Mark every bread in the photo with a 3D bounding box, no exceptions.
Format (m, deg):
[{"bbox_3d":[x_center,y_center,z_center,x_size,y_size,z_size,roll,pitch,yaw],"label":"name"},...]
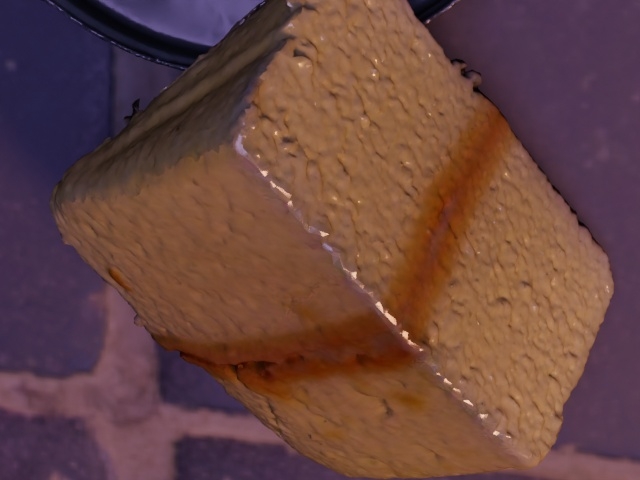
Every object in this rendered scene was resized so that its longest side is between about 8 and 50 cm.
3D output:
[{"bbox_3d":[0.000,0.000,0.724,0.178,0.135,0.240,-12,129,46],"label":"bread"}]

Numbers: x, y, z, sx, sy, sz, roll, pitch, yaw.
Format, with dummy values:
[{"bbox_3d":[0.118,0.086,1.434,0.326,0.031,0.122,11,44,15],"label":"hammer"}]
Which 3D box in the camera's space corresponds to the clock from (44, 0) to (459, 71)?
[{"bbox_3d":[-0.030,-0.231,0.697,0.313,0.061,0.312,2,103,10],"label":"clock"}]
